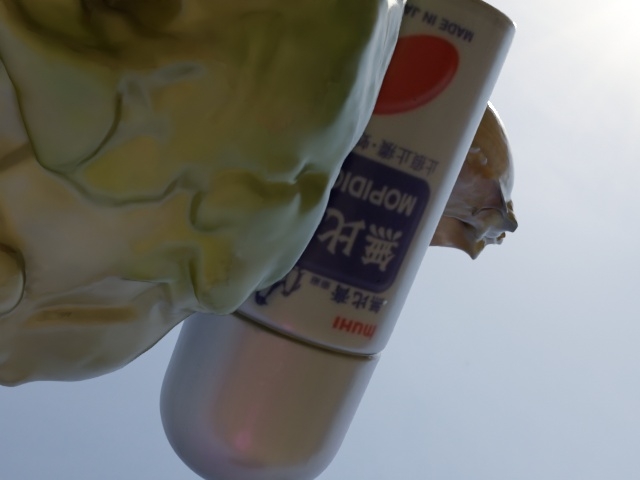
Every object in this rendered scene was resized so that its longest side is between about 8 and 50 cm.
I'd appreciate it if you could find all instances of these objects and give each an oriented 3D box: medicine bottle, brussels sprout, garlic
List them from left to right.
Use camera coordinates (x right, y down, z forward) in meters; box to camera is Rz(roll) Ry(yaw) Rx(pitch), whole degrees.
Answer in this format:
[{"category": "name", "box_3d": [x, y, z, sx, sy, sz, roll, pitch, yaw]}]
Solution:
[{"category": "brussels sprout", "box_3d": [-0.117, -0.116, 0.480, 0.268, 0.344, 0.344, 32, -136, -36]}, {"category": "medicine bottle", "box_3d": [0.000, 0.000, 0.667, 0.130, 0.341, 0.130, 22, -172, -3]}, {"category": "garlic", "box_3d": [0.047, -0.064, 1.090, 0.312, 0.250, 0.286, 2, -168, 3]}]
